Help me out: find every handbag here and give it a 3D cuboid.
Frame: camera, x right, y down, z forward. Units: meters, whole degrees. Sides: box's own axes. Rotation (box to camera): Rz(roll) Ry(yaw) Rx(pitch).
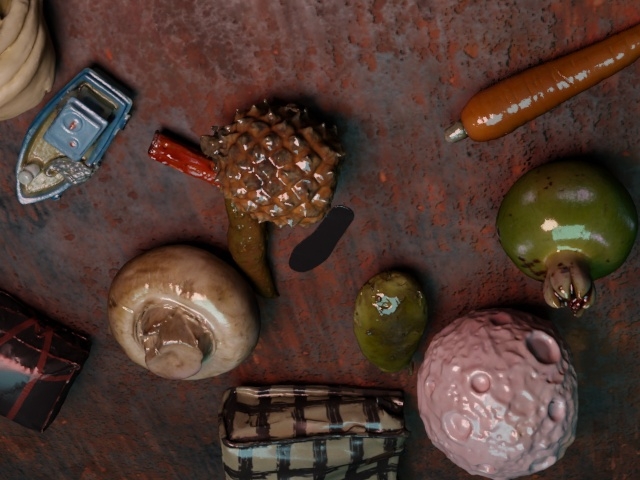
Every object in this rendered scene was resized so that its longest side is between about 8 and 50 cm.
[{"bbox_3d":[-0.008,0.401,1.488,0.327,0.162,0.325,-1,131,0],"label":"handbag"},{"bbox_3d":[-0.509,0.199,1.389,0.215,0.155,0.169,31,112,-16],"label":"handbag"}]

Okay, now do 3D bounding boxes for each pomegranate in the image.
[{"bbox_3d":[0.336,-0.009,1.089,0.179,0.210,0.179,-12,130,-14],"label":"pomegranate"}]

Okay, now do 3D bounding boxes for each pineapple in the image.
[{"bbox_3d":[-0.067,-0.105,1.092,0.193,0.166,0.166,16,129,-7],"label":"pineapple"}]

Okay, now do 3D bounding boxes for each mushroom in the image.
[{"bbox_3d":[-0.215,0.123,1.276,0.255,0.184,0.255,0,137,0],"label":"mushroom"}]

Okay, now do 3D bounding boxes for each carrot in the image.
[{"bbox_3d":[0.305,-0.203,1.032,0.336,0.069,0.069,-26,121,17],"label":"carrot"}]

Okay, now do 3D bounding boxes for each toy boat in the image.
[{"bbox_3d":[-0.353,-0.129,1.142,0.109,0.098,0.238,37,124,-17],"label":"toy boat"}]

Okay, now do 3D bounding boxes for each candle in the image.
[{"bbox_3d":[-0.169,-0.101,1.170,0.162,0.053,0.048,25,97,-20],"label":"candle"}]

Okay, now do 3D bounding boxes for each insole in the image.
[{"bbox_3d":[0.000,0.000,1.262,0.053,0.002,0.153,26,127,-14],"label":"insole"}]

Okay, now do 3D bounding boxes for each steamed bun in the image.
[{"bbox_3d":[-0.482,-0.254,0.989,0.276,0.203,0.289,-11,127,15],"label":"steamed bun"}]

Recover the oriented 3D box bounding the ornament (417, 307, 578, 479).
[{"bbox_3d":[0.261,0.231,1.251,0.225,0.259,0.259,0,129,2],"label":"ornament"}]

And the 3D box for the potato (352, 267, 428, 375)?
[{"bbox_3d":[0.110,0.133,1.300,0.117,0.090,0.225,-4,135,3],"label":"potato"}]

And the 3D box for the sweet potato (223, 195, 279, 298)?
[{"bbox_3d":[-0.105,0.006,1.240,0.067,0.067,0.274,-3,139,9],"label":"sweet potato"}]
